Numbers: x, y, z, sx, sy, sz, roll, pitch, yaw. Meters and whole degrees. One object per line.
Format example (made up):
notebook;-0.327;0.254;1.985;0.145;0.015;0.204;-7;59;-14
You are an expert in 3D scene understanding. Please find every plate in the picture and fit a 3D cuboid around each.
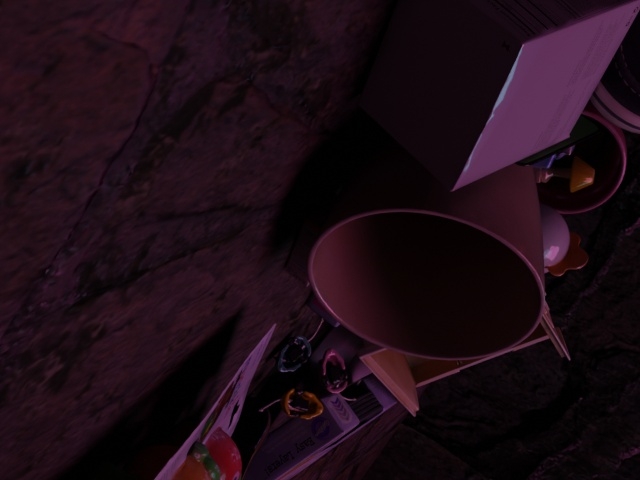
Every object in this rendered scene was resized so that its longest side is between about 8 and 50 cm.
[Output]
plate;0.100;0.174;2.213;0.278;0.045;0.277;-47;149;-23

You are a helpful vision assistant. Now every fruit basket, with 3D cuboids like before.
fruit basket;-0.160;0.304;1.554;0.353;0.165;0.327;-46;166;-42

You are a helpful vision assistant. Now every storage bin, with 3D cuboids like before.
storage bin;0.212;0.134;2.047;0.262;0.123;0.260;-22;144;13

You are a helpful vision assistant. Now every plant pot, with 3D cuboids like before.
plant pot;0.438;-0.170;2.391;0.201;0.201;0.180;-60;-179;28
plant pot;0.141;-0.049;1.526;0.256;0.256;0.274;110;-3;-51

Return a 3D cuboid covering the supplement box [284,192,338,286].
supplement box;0.000;0.000;1.589;0.062;0.036;0.098;-43;164;-39

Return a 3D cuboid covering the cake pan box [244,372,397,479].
cake pan box;-0.028;0.303;2.046;0.267;0.070;0.246;-38;172;19

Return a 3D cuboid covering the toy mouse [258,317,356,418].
toy mouse;-0.016;0.176;1.880;0.031;0.161;0.143;-10;-110;56

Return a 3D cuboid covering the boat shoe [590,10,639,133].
boat shoe;0.396;-0.359;1.459;0.156;0.187;0.500;162;-53;-72

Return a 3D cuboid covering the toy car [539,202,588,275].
toy car;0.314;-0.031;2.124;0.210;0.238;0.219;-55;171;-40

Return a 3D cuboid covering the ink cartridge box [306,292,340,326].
ink cartridge box;0.106;-0.040;1.818;0.186;0.065;0.311;-35;156;-56

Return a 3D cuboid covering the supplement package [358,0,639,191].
supplement package;0.179;-0.190;1.369;0.203;0.149;0.194;-24;149;-39

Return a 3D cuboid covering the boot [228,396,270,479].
boot;-0.134;0.321;1.870;0.219;0.082;0.106;-53;165;-9

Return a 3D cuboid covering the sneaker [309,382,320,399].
sneaker;0.023;0.281;2.337;0.083;0.084;0.215;-56;156;9

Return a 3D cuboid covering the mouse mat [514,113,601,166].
mouse mat;0.200;-0.152;1.500;0.153;0.190;0.007;-24;144;-39

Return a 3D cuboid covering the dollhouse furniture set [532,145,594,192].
dollhouse furniture set;0.373;-0.214;1.705;0.286;0.198;0.303;-14;109;-70
